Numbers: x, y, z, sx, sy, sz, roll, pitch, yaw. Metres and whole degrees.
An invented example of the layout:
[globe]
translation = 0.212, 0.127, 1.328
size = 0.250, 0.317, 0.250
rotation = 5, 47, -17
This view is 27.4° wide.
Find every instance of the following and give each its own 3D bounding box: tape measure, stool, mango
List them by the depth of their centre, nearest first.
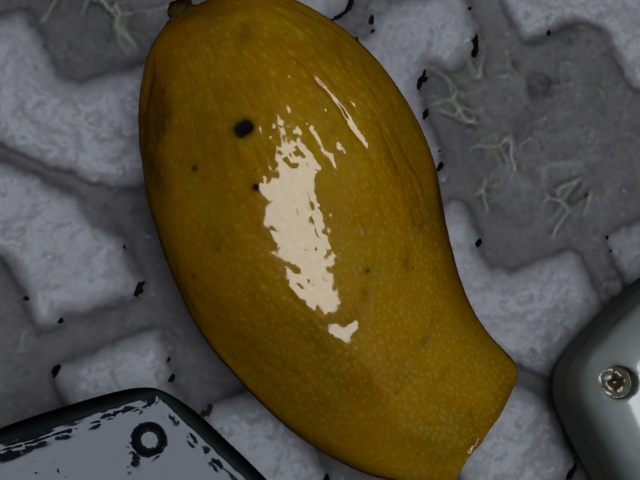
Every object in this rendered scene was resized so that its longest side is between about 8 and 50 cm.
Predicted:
[stool]
translation = -0.127, 0.201, 0.804
size = 0.232, 0.141, 0.232
rotation = 1, 82, -10
[mango]
translation = -0.003, 0.003, 0.851
size = 0.187, 0.144, 0.359
rotation = -22, 90, -9
[tape measure]
translation = 0.314, 0.118, 0.898
size = 0.265, 0.130, 0.258
rotation = -42, 93, -12
